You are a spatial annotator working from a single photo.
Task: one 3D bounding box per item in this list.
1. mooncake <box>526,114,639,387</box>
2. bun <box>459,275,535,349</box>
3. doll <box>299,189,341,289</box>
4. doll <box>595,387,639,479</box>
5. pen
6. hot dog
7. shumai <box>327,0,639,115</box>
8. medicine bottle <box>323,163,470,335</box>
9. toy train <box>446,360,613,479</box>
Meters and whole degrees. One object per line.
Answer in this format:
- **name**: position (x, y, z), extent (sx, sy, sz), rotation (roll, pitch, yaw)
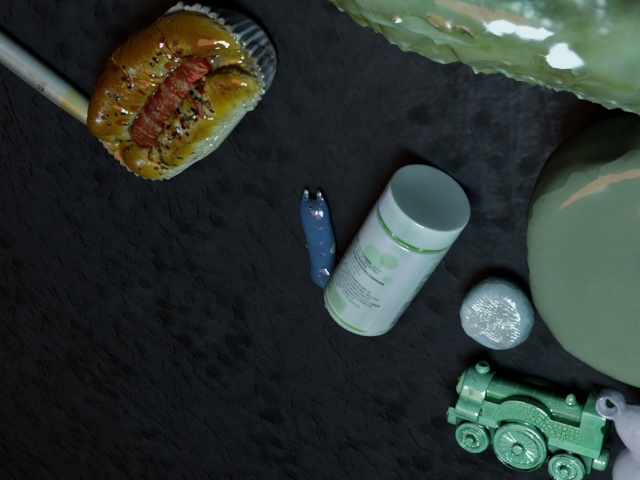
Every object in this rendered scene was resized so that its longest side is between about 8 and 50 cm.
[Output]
- **mooncake**: position (0.304, 0.005, 0.871), extent (0.275, 0.135, 0.275), rotation (16, 131, 19)
- **bun**: position (0.179, 0.071, 1.071), extent (0.083, 0.045, 0.083), rotation (16, 129, 22)
- **doll**: position (0.000, 0.000, 1.153), extent (0.037, 0.027, 0.125), rotation (10, 126, 28)
- **doll**: position (0.415, 0.255, 1.020), extent (0.365, 0.094, 0.160), rotation (37, 132, 1)
- **pen**: position (-0.339, -0.199, 1.222), extent (0.233, 0.032, 0.040), rotation (38, 160, 2)
- **hot dog**: position (-0.152, -0.152, 1.099), extent (0.144, 0.075, 0.268), rotation (47, 139, -10)
- **shumai**: position (0.169, -0.257, 0.626), extent (0.324, 0.397, 0.323), rotation (24, 114, 26)
- **medicine bottle**: position (0.073, 0.014, 1.069), extent (0.086, 0.086, 0.183), rotation (35, 136, 5)
- **toy train**: position (0.218, 0.188, 1.122), extent (0.178, 0.071, 0.104), rotation (15, 123, 23)
